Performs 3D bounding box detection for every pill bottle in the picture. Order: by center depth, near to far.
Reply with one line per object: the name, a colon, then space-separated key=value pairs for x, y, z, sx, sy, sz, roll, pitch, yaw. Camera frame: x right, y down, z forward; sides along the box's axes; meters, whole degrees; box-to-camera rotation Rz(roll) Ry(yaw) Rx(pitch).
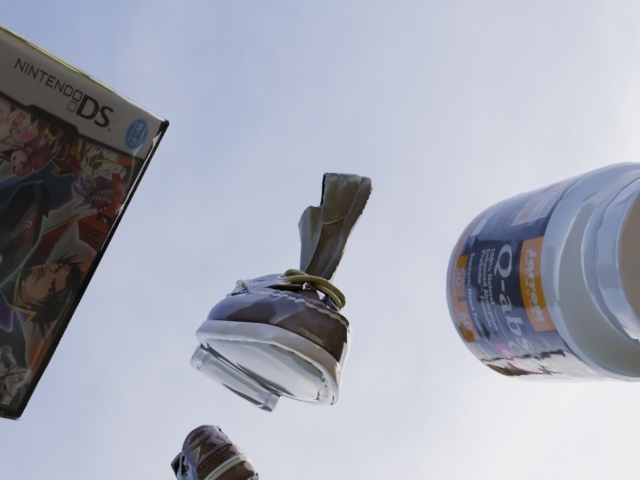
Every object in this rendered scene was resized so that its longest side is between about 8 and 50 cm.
pill bottle: x=0.216 y=0.027 z=1.060 sx=0.162 sy=0.278 sz=0.162 roll=2 pitch=-97 yaw=-16

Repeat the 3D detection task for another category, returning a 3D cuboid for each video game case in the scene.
video game case: x=-0.248 y=-0.010 z=1.023 sx=0.248 sy=0.035 sz=0.275 roll=28 pitch=-92 yaw=-59

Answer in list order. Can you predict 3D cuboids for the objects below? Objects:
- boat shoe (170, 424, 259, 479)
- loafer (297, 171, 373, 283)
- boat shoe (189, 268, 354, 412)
boat shoe: x=-0.124 y=0.274 z=1.588 sx=0.095 sy=0.095 sz=0.257 roll=-34 pitch=-18 yaw=-24
loafer: x=0.000 y=0.000 z=1.234 sx=0.050 sy=0.148 sz=0.056 roll=24 pitch=-30 yaw=3
boat shoe: x=-0.032 y=0.072 z=1.116 sx=0.116 sy=0.324 sz=0.097 roll=33 pitch=-104 yaw=-4
